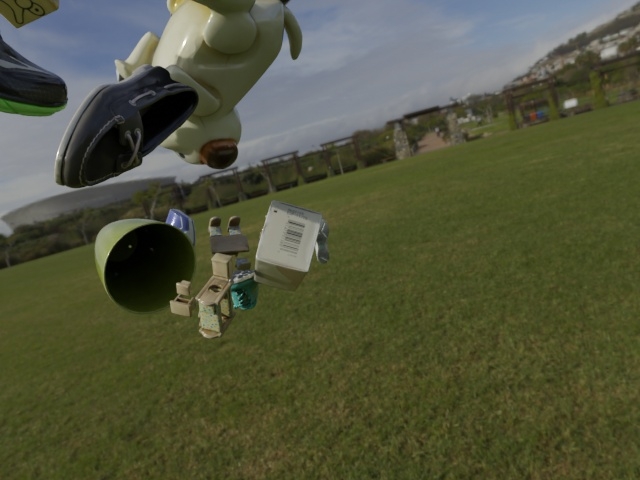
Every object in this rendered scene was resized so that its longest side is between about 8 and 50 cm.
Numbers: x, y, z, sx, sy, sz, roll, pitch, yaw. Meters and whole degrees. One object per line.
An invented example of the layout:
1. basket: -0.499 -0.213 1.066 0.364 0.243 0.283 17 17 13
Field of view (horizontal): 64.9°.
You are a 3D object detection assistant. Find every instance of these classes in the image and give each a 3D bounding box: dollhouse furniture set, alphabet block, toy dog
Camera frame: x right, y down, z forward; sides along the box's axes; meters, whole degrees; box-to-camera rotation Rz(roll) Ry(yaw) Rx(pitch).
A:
1. dollhouse furniture set: -0.301 0.124 1.210 0.160 0.182 0.101 10 33 12
2. dollhouse furniture set: -0.284 -0.001 1.867 0.241 0.212 0.161 -4 -32 -22
3. alphabet block: -1.034 -0.887 1.715 0.192 0.194 0.197 -16 -27 11
4. toy dog: -0.260 -0.370 1.136 0.395 0.408 0.284 -11 43 -46

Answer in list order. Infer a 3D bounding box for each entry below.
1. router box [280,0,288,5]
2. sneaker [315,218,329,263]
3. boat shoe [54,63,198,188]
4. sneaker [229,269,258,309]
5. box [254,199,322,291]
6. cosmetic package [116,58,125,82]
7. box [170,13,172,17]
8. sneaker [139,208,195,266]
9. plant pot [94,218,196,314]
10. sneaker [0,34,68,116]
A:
1. router box: -0.117 -0.599 1.146 0.046 0.133 0.178 -44 19 -32
2. sneaker: 0.000 0.000 1.743 0.053 0.152 0.061 -2 11 -8
3. boat shoe: -0.265 -0.174 0.735 0.095 0.112 0.335 18 35 -7
4. sneaker: -0.218 0.143 1.443 0.106 0.110 0.275 -7 -11 2
5. box: -0.088 0.026 1.240 0.121 0.148 0.311 15 -14 -4
6. cosmetic package: -0.663 -0.640 1.961 0.238 0.061 0.099 2 38 -30
7. box: -0.404 -0.592 1.587 0.175 0.220 0.051 32 35 20
8. sneaker: -0.551 0.053 1.730 0.127 0.316 0.182 26 16 40
9. plant pot: -0.571 0.045 1.540 0.274 0.275 0.293 -21 28 -35
10. sneaker: -0.615 -0.374 0.802 0.202 0.482 0.185 -50 44 2
